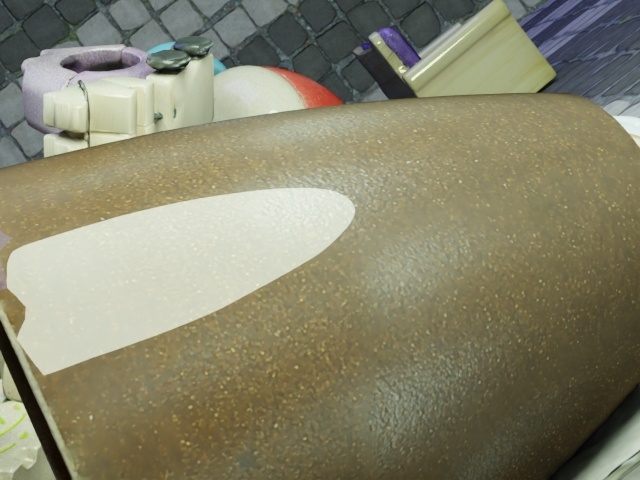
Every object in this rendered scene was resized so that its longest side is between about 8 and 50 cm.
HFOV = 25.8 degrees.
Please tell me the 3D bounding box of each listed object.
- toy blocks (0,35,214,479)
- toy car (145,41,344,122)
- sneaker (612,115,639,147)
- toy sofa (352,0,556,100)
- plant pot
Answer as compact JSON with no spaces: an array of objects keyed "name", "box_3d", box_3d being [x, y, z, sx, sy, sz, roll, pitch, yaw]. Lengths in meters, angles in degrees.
[{"name":"toy blocks","box_3d":[-0.224,0.056,0.745,0.260,0.308,0.288,10,24,18]},{"name":"toy car","box_3d":[0.007,-0.011,0.948,0.238,0.219,0.210,-2,-64,-42]},{"name":"sneaker","box_3d":[0.117,-0.022,0.724,0.153,0.099,0.282,-43,4,-33]},{"name":"toy sofa","box_3d":[0.161,-0.227,1.786,0.150,0.177,0.362,-38,4,1]},{"name":"plant pot","box_3d":[0.010,0.035,0.514,0.230,0.215,0.215,-24,2,-15]}]
